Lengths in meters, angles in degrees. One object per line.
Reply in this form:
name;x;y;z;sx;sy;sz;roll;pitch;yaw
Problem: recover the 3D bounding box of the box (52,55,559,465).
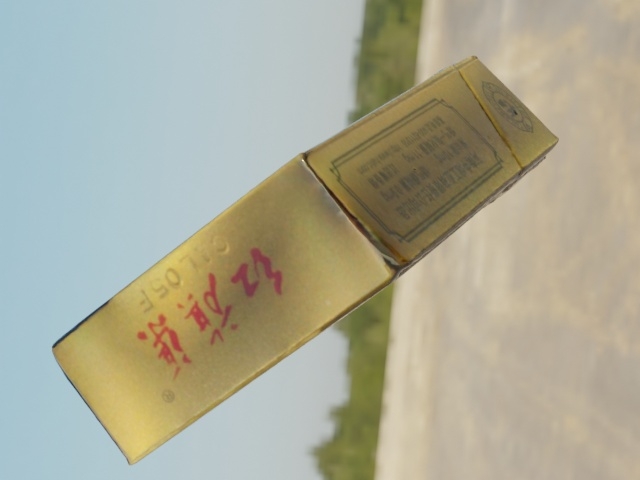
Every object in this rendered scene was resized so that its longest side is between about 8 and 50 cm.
box;0.000;0.000;0.885;0.159;0.071;0.240;-39;-1;27
